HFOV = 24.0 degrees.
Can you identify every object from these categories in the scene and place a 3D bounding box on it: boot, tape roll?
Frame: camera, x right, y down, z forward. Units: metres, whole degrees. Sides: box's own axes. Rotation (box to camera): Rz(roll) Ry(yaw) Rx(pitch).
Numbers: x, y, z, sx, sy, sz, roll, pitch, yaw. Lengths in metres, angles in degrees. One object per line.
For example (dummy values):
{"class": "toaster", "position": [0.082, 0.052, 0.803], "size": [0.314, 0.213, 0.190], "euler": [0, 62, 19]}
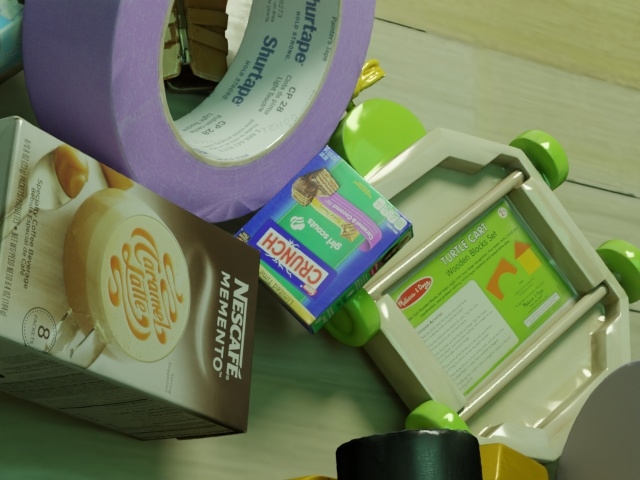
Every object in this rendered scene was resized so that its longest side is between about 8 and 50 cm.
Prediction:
{"class": "boot", "position": [-0.090, -0.194, 1.188], "size": [0.197, 0.073, 0.152], "euler": [-13, 81, -24]}
{"class": "tape roll", "position": [-0.078, -0.155, 1.067], "size": [0.275, 0.090, 0.275], "euler": [-30, 130, -42]}

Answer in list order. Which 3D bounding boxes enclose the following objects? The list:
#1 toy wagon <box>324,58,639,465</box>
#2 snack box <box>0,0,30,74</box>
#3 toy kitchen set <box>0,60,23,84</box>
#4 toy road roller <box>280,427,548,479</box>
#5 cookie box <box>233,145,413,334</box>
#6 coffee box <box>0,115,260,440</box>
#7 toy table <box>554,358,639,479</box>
{"class": "toy wagon", "position": [0.111, 0.011, 1.217], "size": [0.267, 0.068, 0.344], "euler": [-36, 89, -33]}
{"class": "snack box", "position": [-0.302, -0.252, 1.052], "size": [0.322, 0.060, 0.187], "euler": [42, 57, 9]}
{"class": "toy kitchen set", "position": [-0.265, -0.135, 1.047], "size": [0.068, 0.075, 0.083], "euler": [64, 22, 5]}
{"class": "toy road roller", "position": [0.035, 0.254, 1.042], "size": [0.329, 0.241, 0.202], "euler": [31, 51, -59]}
{"class": "cookie box", "position": [0.000, 0.000, 1.113], "size": [0.107, 0.040, 0.092], "euler": [-45, 74, -6]}
{"class": "coffee box", "position": [-0.152, 0.035, 0.988], "size": [0.246, 0.098, 0.141], "euler": [30, 57, -50]}
{"class": "toy table", "position": [0.293, 0.215, 1.148], "size": [0.161, 0.274, 0.252], "euler": [-2, 34, -32]}
